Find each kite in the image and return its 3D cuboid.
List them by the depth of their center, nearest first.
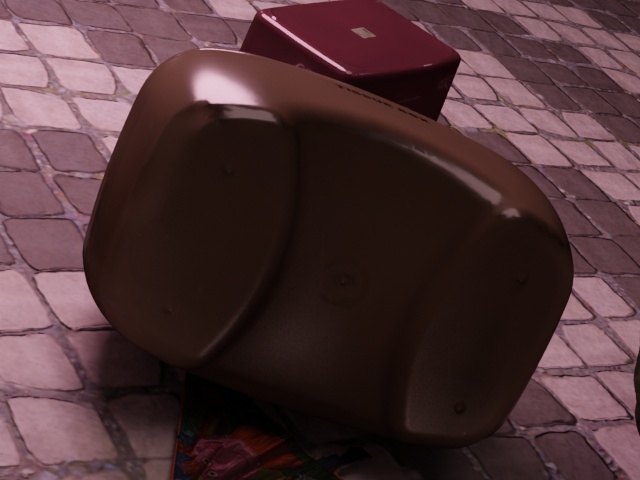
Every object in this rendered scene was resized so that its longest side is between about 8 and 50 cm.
[{"bbox_3d":[-0.046,0.193,1.142,0.321,0.016,0.234,39,33,28],"label":"kite"}]

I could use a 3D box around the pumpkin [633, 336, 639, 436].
[{"bbox_3d":[0.426,0.122,1.344,0.257,0.292,0.327,-5,4,21],"label":"pumpkin"}]

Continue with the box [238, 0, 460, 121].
[{"bbox_3d":[0.020,-0.173,1.670,0.193,0.168,0.294,35,29,24],"label":"box"}]

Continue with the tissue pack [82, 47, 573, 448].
[{"bbox_3d":[0.000,0.000,1.230,0.387,0.267,0.277,19,11,-15],"label":"tissue pack"}]
